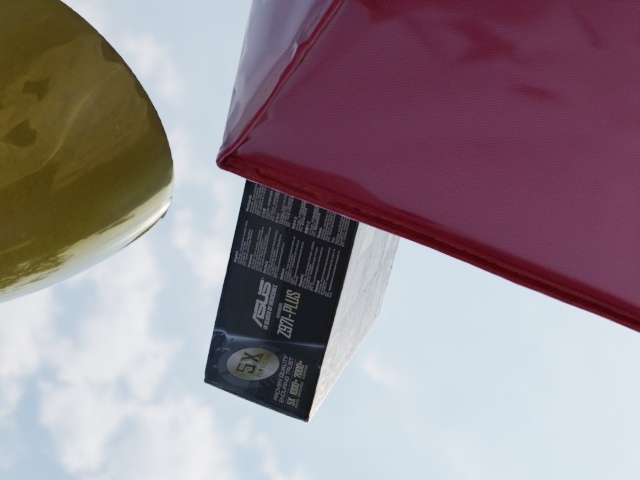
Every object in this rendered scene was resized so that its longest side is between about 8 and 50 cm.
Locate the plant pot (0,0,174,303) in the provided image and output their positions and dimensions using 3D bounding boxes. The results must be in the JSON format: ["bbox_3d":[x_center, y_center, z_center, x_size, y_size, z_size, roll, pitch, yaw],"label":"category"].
[{"bbox_3d":[-0.140,-0.026,0.673,0.095,0.134,0.134,-49,-66,-36],"label":"plant pot"}]

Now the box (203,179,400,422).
[{"bbox_3d":[0.000,0.000,1.098,0.147,0.077,0.180,-53,-20,-56],"label":"box"}]

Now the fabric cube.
[{"bbox_3d":[0.131,-0.149,0.747,0.254,0.259,0.258,22,-130,-16],"label":"fabric cube"}]
